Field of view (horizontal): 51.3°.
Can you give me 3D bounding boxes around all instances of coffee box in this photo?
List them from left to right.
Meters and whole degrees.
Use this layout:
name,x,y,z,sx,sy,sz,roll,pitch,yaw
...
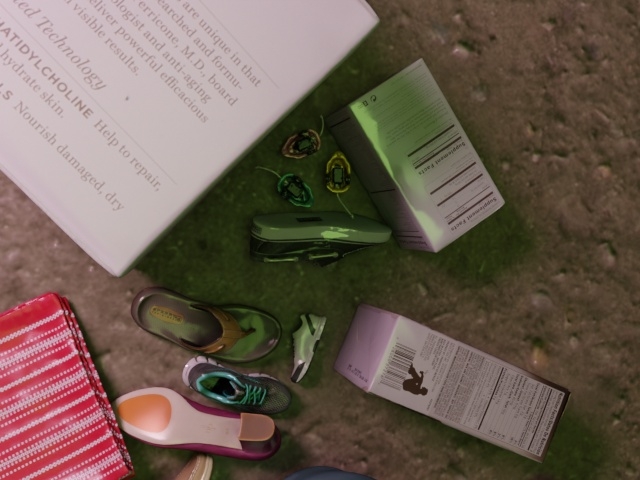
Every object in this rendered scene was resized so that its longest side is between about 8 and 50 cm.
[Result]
name,x,y,z,sx,sy,sz,roll,pitch,yaw
coffee box,0.192,0.208,0.998,0.297,0.168,0.118,25,84,-15

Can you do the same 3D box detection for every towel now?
name,x,y,z,sx,sy,sz,roll,pitch,yaw
towel,-0.386,0.226,0.876,0.199,0.031,0.274,-24,81,-13

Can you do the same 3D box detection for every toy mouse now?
name,x,y,z,sx,sy,sz,roll,pitch,yaw
toy mouse,-0.027,-0.107,1.002,0.143,0.031,0.161,-3,88,-8

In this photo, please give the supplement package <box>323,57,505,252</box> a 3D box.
name,x,y,z,sx,sy,sz,roll,pitch,yaw
supplement package,0.136,-0.119,0.993,0.134,0.139,0.244,-34,100,-11

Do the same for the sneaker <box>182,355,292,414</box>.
name,x,y,z,sx,sy,sz,roll,pitch,yaw
sneaker,-0.117,0.219,0.960,0.167,0.076,0.065,18,87,-15

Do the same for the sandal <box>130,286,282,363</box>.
name,x,y,z,sx,sy,sz,roll,pitch,yaw
sandal,-0.161,0.121,0.955,0.219,0.060,0.090,21,85,-14

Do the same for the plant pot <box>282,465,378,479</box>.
name,x,y,z,sx,sy,sz,roll,pitch,yaw
plant pot,0.023,0.436,0.909,0.272,0.255,0.271,0,91,-16

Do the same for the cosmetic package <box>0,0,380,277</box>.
name,x,y,z,sx,sy,sz,roll,pitch,yaw
cosmetic package,-0.212,-0.211,0.798,0.327,0.329,0.393,46,79,-11

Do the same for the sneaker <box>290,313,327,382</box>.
name,x,y,z,sx,sy,sz,roll,pitch,yaw
sneaker,-0.027,0.161,1.009,0.044,0.040,0.109,20,82,2

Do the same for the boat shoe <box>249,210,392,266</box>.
name,x,y,z,sx,sy,sz,roll,pitch,yaw
boat shoe,0.000,0.000,0.996,0.219,0.078,0.070,1,114,-20

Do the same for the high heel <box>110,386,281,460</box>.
name,x,y,z,sx,sy,sz,roll,pitch,yaw
high heel,-0.178,0.271,0.964,0.244,0.117,0.082,2,59,0

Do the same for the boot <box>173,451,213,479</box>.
name,x,y,z,sx,sy,sz,roll,pitch,yaw
boot,-0.265,0.357,0.924,0.165,0.077,0.213,37,82,-10
